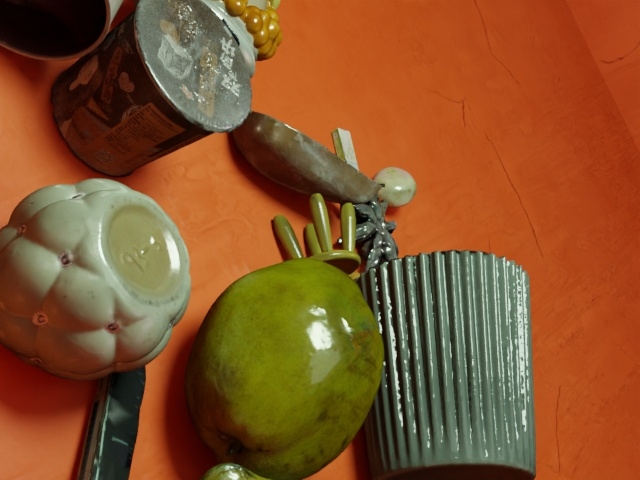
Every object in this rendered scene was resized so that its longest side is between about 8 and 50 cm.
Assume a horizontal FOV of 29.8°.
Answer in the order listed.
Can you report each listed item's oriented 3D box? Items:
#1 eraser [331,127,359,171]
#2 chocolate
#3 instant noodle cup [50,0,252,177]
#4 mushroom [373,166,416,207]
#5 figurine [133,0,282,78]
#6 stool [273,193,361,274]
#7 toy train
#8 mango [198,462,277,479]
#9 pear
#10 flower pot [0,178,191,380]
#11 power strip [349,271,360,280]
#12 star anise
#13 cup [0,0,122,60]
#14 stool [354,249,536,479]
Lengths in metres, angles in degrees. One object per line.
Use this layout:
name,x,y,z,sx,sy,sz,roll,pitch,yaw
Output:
eraser,0.045,-0.159,2.162,0.038,0.019,0.083,14,58,-51
chocolate,-0.035,-0.120,1.944,0.261,0.161,0.083,30,85,-33
instant noodle cup,-0.236,-0.204,1.641,0.217,0.207,0.217,33,43,-38
mushroom,0.134,-0.094,2.197,0.084,0.083,0.067,-75,171,-45
figurine,-0.158,-0.404,1.872,0.224,0.205,0.382,39,43,-26
stool,0.000,0.000,1.916,0.135,0.134,0.111,100,-23,-66
toy train,-0.256,0.216,1.487,0.055,0.048,0.252,36,37,-28
mango,-0.042,0.399,1.533,0.316,0.193,0.146,41,-3,-24
pear,-0.046,0.173,1.627,0.269,0.269,0.321,50,50,-21
flower pot,-0.274,0.046,1.436,0.246,0.195,0.246,33,44,-38
power strip,0.079,0.087,2.022,0.178,0.049,0.028,24,55,-44
star anise,0.085,-0.020,2.087,0.180,0.061,0.205,25,50,-44
cup,-0.315,-0.406,1.566,0.208,0.288,0.273,40,47,-24
stool,0.199,0.222,1.895,0.297,0.297,0.330,24,54,-44
